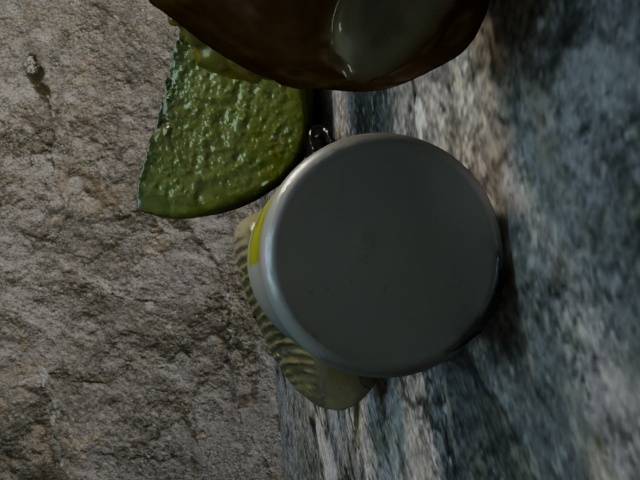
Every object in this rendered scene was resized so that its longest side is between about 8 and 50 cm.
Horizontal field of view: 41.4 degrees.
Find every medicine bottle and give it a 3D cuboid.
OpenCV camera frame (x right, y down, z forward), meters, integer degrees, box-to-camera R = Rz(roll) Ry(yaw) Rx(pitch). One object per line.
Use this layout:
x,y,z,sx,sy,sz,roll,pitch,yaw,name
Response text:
0.021,0.013,0.592,0.258,0.143,0.143,152,113,-82,medicine bottle

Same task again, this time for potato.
-0.089,-0.175,1.221,0.280,0.213,0.330,-45,-23,-68,potato

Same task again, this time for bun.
-0.004,0.063,0.914,0.237,0.116,0.210,60,159,11,bun

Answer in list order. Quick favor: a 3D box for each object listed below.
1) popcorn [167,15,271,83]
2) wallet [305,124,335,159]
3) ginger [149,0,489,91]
-0.080,-0.284,0.859,0.249,0.225,0.249,170,90,-85,popcorn
0.000,0.000,1.128,0.321,0.044,0.170,97,168,-64,wallet
-0.063,-0.201,0.350,0.418,0.176,0.254,46,-157,-30,ginger
